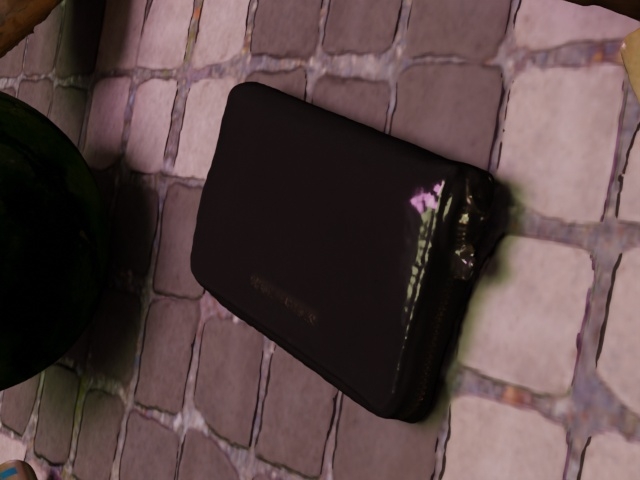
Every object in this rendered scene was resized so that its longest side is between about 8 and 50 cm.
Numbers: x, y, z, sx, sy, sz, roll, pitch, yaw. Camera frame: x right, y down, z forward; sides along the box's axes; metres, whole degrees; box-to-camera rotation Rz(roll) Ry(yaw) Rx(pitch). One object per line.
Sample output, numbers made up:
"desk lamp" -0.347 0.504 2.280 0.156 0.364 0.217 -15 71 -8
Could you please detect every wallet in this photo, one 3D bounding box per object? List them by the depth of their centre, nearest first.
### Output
"wallet" 0.000 0.000 0.630 0.250 0.044 0.149 31 111 51

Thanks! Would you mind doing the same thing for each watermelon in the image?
"watermelon" -0.281 0.000 0.834 0.242 0.242 0.242 -15 70 50

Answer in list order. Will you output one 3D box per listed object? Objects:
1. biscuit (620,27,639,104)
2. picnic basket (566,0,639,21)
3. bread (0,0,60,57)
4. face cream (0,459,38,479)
"biscuit" 0.197 -0.088 0.384 0.188 0.052 0.056 -27 78 47
"picnic basket" 0.066 -0.272 0.379 0.337 0.337 0.293 -53 45 32
"bread" -0.275 -0.222 0.895 0.174 0.121 0.245 -29 17 50
"face cream" -0.215 0.310 0.821 0.285 0.067 0.139 50 122 46
